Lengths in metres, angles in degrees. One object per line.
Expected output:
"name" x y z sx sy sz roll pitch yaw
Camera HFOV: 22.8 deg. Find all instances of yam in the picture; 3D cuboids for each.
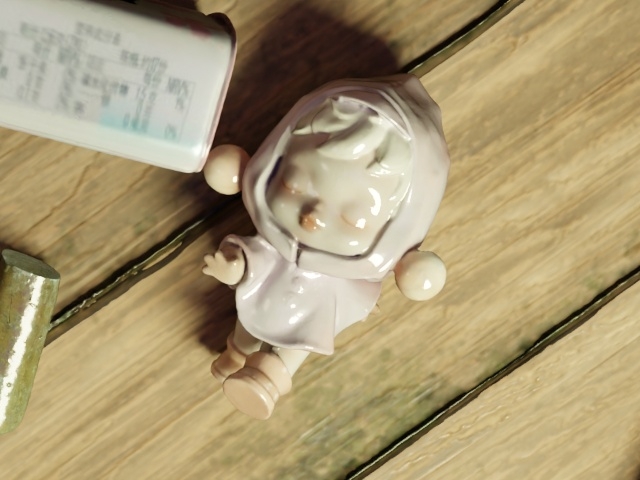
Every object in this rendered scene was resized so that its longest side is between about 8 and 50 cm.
"yam" -0.233 0.076 1.187 0.054 0.054 0.132 15 99 -14

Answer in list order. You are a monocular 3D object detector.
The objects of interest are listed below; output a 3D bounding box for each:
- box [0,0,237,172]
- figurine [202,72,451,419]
"box" -0.251 -0.150 1.060 0.369 0.190 0.112 15 98 -15
"figurine" 0.000 -0.001 1.174 0.200 0.133 0.276 30 101 13
